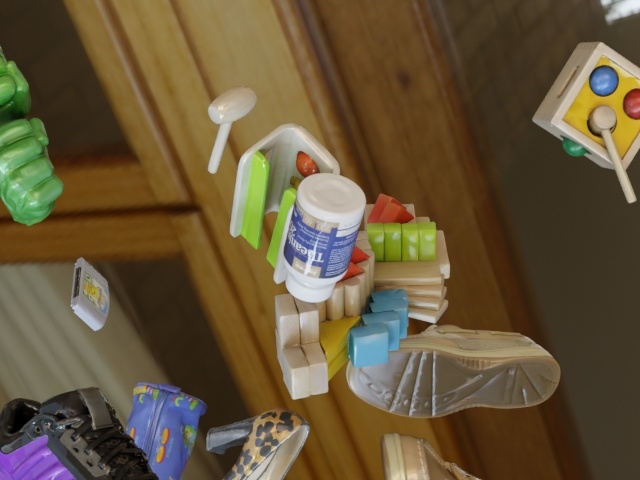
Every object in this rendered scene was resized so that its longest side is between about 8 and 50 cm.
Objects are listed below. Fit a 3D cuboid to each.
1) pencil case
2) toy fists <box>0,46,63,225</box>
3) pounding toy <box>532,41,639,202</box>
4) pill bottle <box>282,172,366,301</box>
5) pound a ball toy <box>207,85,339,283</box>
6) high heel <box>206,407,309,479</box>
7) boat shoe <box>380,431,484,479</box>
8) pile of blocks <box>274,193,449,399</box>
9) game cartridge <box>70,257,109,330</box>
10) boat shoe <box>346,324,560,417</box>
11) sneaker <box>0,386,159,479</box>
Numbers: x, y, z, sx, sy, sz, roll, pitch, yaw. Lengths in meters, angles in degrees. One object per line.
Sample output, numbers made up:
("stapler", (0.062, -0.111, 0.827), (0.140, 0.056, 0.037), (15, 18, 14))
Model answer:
("pencil case", (-0.262, 0.363, 1.955), (0.119, 0.133, 0.306), (15, -117, -2))
("toy fists", (-0.433, -0.159, 1.788), (0.096, 0.279, 0.142), (-22, 169, -10))
("pounding toy", (0.335, -0.139, 1.521), (0.141, 0.130, 0.100), (-58, -168, 1))
("pill bottle", (0.000, 0.000, 1.252), (0.067, 0.120, 0.067), (8, -141, -7))
("pound a ball toy", (-0.072, -0.100, 2.048), (0.135, 0.319, 0.208), (-37, -107, -23))
("high heel", (-0.081, 0.373, 1.836), (0.186, 0.261, 0.093), (-20, 158, 38))
("boat shoe", (0.143, 0.282, 1.338), (0.110, 0.341, 0.122), (-13, -122, 13))
("pile of blocks", (0.062, 0.041, 1.501), (0.149, 0.113, 0.362), (11, -146, 21))
("game cartridge", (-0.275, 0.065, 1.554), (0.017, 0.056, 0.083), (-23, -139, 16))
("boat shoe", (0.170, 0.166, 1.742), (0.302, 0.109, 0.098), (1, -153, -19))
("sneaker", (-0.206, 0.207, 1.161), (0.293, 0.146, 0.102), (8, -179, 39))
